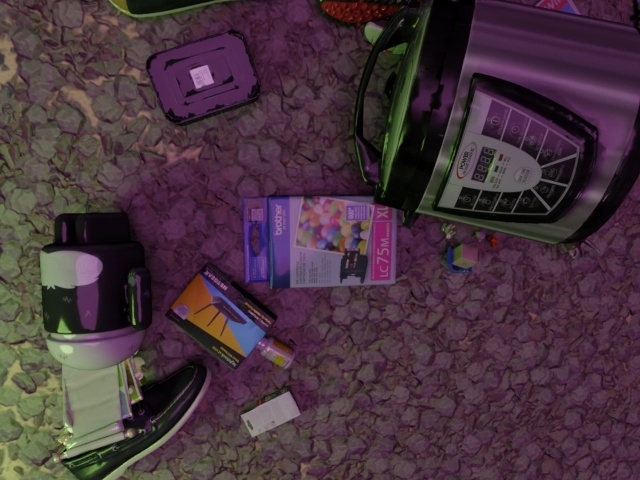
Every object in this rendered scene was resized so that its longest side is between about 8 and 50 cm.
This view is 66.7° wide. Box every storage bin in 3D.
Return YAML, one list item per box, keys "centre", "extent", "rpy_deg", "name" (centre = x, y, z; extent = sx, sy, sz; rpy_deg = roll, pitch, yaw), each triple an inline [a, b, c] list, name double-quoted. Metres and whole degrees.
- centre: [-0.208, -0.292, 0.886]
  extent: [0.180, 0.084, 0.122]
  rpy_deg: [-20, 102, -6]
  name: "storage bin"

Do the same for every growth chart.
- centre: [-0.412, 0.273, 0.916]
  extent: [0.171, 0.021, 0.237]
  rpy_deg: [-13, 60, -1]
  name: "growth chart"

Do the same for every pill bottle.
- centre: [-0.097, 0.230, 1.015]
  extent: [0.083, 0.043, 0.043]
  rpy_deg: [34, 93, -13]
  name: "pill bottle"

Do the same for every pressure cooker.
- centre: [0.266, -0.201, 0.823]
  extent: [0.420, 0.375, 0.370]
  rpy_deg: [15, 77, 5]
  name: "pressure cooker"

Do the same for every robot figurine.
- centre: [-0.400, 0.089, 0.873]
  extent: [0.173, 0.209, 0.278]
  rpy_deg: [-3, 93, -23]
  name: "robot figurine"

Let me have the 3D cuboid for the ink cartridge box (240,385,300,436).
- centre: [-0.107, 0.367, 1.045]
  extent: [0.115, 0.029, 0.063]
  rpy_deg: [-25, 103, -3]
  name: "ink cartridge box"

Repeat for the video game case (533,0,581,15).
- centre: [0.500, -0.350, 1.019]
  extent: [0.204, 0.025, 0.285]
  rpy_deg: [-42, 103, 0]
  name: "video game case"

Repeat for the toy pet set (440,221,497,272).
- centre: [0.311, 0.011, 1.046]
  extent: [0.122, 0.065, 0.114]
  rpy_deg: [18, 62, -14]
  name: "toy pet set"

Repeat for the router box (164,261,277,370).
- centre: [-0.196, 0.151, 0.970]
  extent: [0.179, 0.046, 0.133]
  rpy_deg: [39, 93, -2]
  name: "router box"

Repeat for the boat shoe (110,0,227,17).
- centre: [-0.138, -0.515, 0.824]
  extent: [0.500, 0.156, 0.187]
  rpy_deg: [-20, 100, -7]
  name: "boat shoe"

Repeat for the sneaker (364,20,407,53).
- centre: [0.160, -0.402, 0.947]
  extent: [0.157, 0.061, 0.065]
  rpy_deg: [12, 82, -18]
  name: "sneaker"

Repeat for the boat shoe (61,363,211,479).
- centre: [-0.366, 0.345, 0.951]
  extent: [0.340, 0.127, 0.113]
  rpy_deg: [-39, 115, 9]
  name: "boat shoe"

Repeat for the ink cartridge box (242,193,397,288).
- centre: [0.000, 0.000, 0.984]
  extent: [0.311, 0.065, 0.186]
  rpy_deg: [-1, 99, -7]
  name: "ink cartridge box"

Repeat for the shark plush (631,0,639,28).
- centre: [0.705, -0.439, 1.039]
  extent: [0.067, 0.073, 0.161]
  rpy_deg: [-33, 82, -22]
  name: "shark plush"

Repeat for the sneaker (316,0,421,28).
- centre: [0.112, -0.484, 0.912]
  extent: [0.261, 0.104, 0.125]
  rpy_deg: [-12, 84, -11]
  name: "sneaker"

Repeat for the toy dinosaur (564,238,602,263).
- centre: [0.529, -0.122, 1.032]
  extent: [0.160, 0.121, 0.314]
  rpy_deg: [13, 95, -22]
  name: "toy dinosaur"
